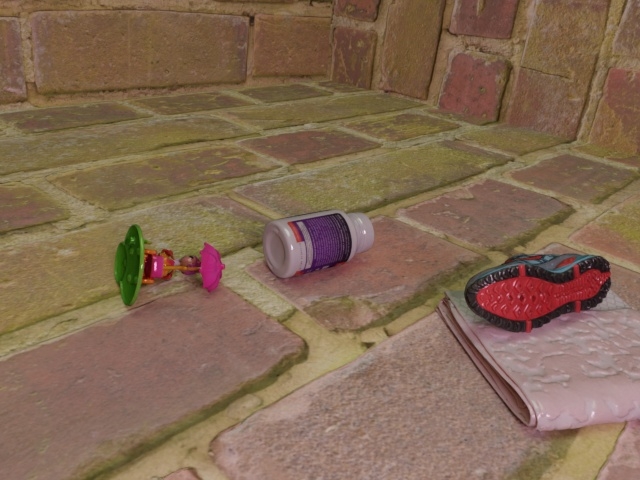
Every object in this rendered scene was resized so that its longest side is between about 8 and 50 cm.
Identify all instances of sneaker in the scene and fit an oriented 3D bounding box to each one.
[{"bbox_3d":[0.320,0.075,0.922,0.262,0.103,0.125,-4,8,-25],"label":"sneaker"}]

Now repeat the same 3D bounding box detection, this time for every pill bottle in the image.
[{"bbox_3d":[0.000,0.000,1.093,0.194,0.108,0.108,-12,30,-32],"label":"pill bottle"}]

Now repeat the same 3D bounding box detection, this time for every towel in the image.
[{"bbox_3d":[0.386,0.156,0.896,0.332,0.053,0.317,-2,26,-14],"label":"towel"}]

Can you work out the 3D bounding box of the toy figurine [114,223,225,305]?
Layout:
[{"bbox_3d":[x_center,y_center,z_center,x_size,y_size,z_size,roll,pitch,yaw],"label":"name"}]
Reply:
[{"bbox_3d":[-0.245,0.045,0.987,0.159,0.129,0.173,6,-4,-31],"label":"toy figurine"}]
